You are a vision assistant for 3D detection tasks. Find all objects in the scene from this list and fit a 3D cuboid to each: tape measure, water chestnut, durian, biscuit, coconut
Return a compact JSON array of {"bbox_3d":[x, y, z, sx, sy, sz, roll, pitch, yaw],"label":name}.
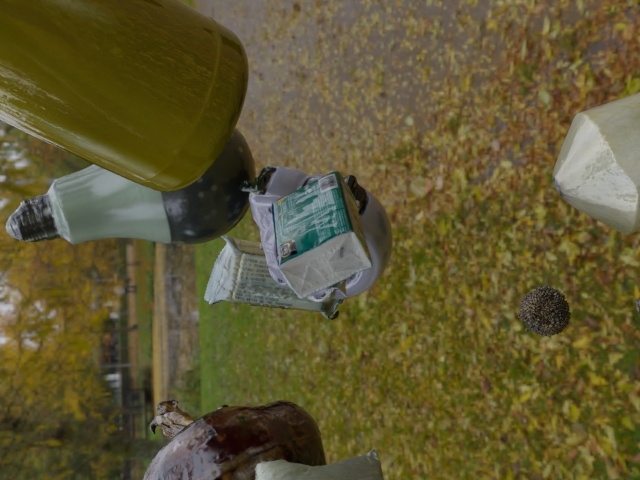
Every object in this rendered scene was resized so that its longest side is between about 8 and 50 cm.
[{"bbox_3d":[0.003,-0.002,0.995,0.105,0.178,0.196,-70,-27,-45],"label":"tape measure"},{"bbox_3d":[-0.153,0.380,1.223,0.347,0.335,0.335,52,146,32],"label":"water chestnut"},{"bbox_3d":[0.341,0.113,1.168,0.080,0.091,0.080,35,152,22],"label":"durian"},{"bbox_3d":[-0.085,0.083,1.650,0.079,0.309,0.186,-112,32,-58],"label":"biscuit"},{"bbox_3d":[0.458,-0.112,1.137,0.202,0.222,0.202,-20,-90,-80],"label":"coconut"}]

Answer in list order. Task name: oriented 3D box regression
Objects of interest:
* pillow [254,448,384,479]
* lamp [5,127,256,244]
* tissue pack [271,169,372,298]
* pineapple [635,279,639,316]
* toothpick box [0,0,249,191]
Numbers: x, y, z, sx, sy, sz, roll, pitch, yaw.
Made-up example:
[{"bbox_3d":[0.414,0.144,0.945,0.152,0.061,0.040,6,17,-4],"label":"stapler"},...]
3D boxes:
[{"bbox_3d":[0.010,0.286,0.705,0.181,0.134,0.078,-103,27,-47],"label":"pillow"},{"bbox_3d":[-0.240,-0.065,1.019,0.182,0.313,0.182,-17,-90,-89],"label":"lamp"},{"bbox_3d":[0.004,0.000,0.774,0.079,0.085,0.111,57,-168,-34],"label":"tissue pack"},{"bbox_3d":[0.560,0.050,0.994,0.175,0.361,0.175,22,120,44],"label":"pineapple"},{"bbox_3d":[-0.216,-0.166,0.683,0.175,0.271,0.175,-28,52,41],"label":"toothpick box"}]
